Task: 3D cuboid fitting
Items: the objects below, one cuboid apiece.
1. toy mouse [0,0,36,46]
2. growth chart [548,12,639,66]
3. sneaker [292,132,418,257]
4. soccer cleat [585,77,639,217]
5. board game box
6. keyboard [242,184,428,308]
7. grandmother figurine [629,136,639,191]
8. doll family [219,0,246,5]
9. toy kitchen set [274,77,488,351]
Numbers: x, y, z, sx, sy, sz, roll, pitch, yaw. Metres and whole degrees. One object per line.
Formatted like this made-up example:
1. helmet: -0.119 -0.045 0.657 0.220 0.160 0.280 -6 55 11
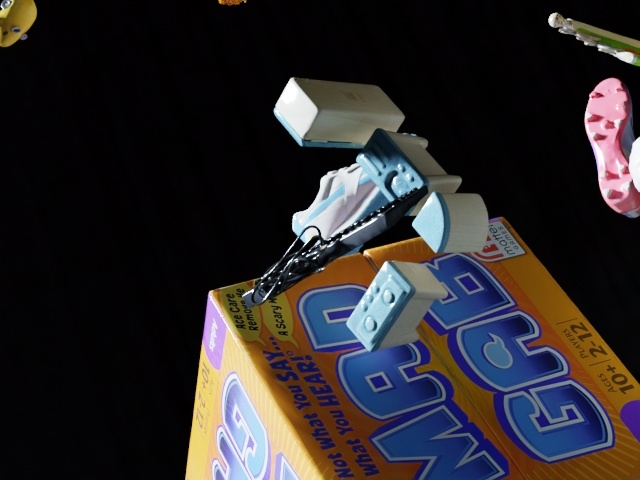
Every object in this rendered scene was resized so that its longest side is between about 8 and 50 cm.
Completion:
1. toy mouse: -0.344 -0.255 1.502 0.031 0.161 0.143 5 -26 22
2. growth chart: 0.361 -0.189 1.524 0.172 0.237 0.021 10 -72 -33
3. sneaker: 0.056 -0.074 1.974 0.229 0.092 0.087 -48 -28 -26
4. soccer cleat: 0.501 -0.155 2.409 0.083 0.248 0.095 -16 -32 25
5. board game box: 0.098 0.252 1.492 0.356 0.356 0.356 -13 -42 -24
6. keyboard: 0.000 0.000 1.225 0.192 0.038 0.100 -32 7 39
7. grandmother figurine: 0.496 -0.031 1.687 0.208 0.342 0.104 -37 -41 -14
8. doll family: -0.092 -0.337 1.534 0.118 0.163 0.263 11 -2 -5
9. toy kitchen set: 0.031 -0.024 1.352 0.122 0.207 0.166 0 -49 -45
